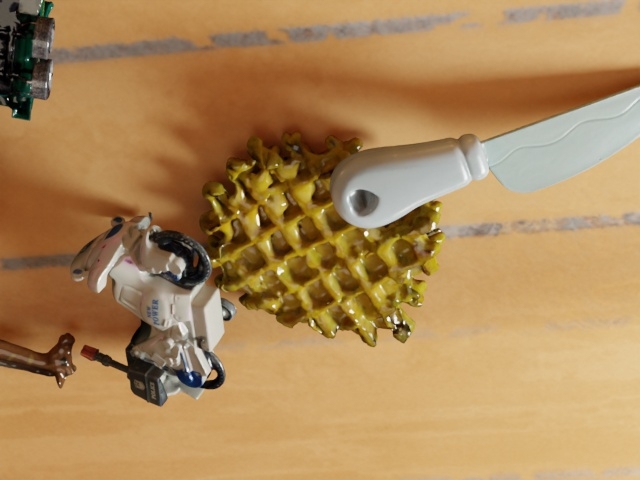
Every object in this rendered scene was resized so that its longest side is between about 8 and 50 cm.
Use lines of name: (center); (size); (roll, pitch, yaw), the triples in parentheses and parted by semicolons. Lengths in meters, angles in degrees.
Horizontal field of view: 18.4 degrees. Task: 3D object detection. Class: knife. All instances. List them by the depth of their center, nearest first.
knife: (0.171, -0.075, 1.765); (0.331, 0.044, 0.080); (-15, 118, 1)

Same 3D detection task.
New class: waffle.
waffle: (0.000, 0.000, 1.863); (0.231, 0.051, 0.229); (9, 129, 0)

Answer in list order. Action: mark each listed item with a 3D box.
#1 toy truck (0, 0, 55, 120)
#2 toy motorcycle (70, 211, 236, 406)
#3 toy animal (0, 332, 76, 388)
toy truck: (-0.273, -0.221, 1.693); (0.110, 0.116, 0.216); (9, 119, -2)
toy motorcycle: (-0.161, 0.061, 1.890); (0.150, 0.102, 0.221); (15, 137, 20)
toy animal: (-0.383, 0.096, 1.966); (0.224, 0.066, 0.230); (-35, 106, 13)
